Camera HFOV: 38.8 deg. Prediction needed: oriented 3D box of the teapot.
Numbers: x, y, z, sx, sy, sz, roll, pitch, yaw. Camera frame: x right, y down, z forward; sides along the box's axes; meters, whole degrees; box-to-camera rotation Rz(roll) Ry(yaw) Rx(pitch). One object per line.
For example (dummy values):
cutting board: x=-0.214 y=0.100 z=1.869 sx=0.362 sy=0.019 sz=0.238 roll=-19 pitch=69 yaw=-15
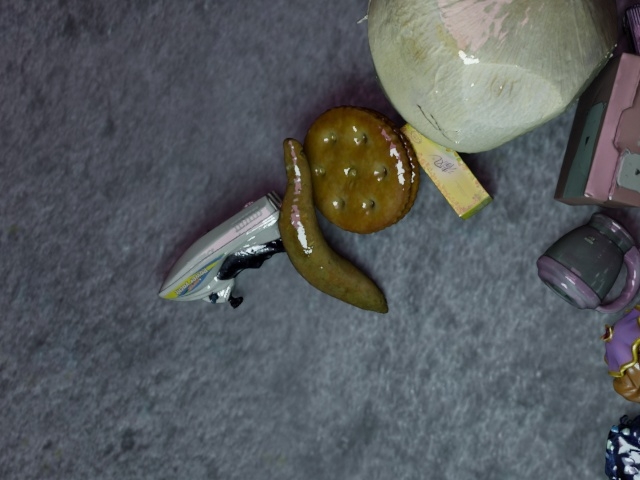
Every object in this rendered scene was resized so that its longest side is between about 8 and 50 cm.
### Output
teapot: x=0.430 y=0.036 z=1.411 sx=0.148 sy=0.116 sz=0.146 roll=40 pitch=89 yaw=16

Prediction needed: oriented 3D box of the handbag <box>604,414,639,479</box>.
handbag: x=0.562 y=0.343 z=1.368 sx=0.260 sy=0.113 sz=0.162 roll=6 pitch=95 yaw=14

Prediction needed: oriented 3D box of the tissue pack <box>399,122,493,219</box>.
tissue pack: x=0.203 y=-0.120 z=1.482 sx=0.062 sy=0.095 sz=0.176 roll=-37 pitch=81 yaw=10

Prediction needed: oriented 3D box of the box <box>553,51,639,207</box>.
box: x=0.436 y=-0.154 z=1.363 sx=0.086 sy=0.215 sz=0.215 roll=15 pitch=92 yaw=2

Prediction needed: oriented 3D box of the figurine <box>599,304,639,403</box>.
figurine: x=0.545 y=0.181 z=1.353 sx=0.263 sy=0.142 sz=0.189 roll=13 pitch=135 yaw=9

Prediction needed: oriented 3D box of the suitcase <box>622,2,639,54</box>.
suitcase: x=0.524 y=-0.314 z=1.417 sx=0.086 sy=0.059 sz=0.126 roll=-13 pitch=85 yaw=13

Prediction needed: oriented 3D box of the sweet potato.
sweet potato: x=-0.007 y=0.001 z=1.489 sx=0.108 sy=0.079 sz=0.346 roll=-35 pitch=110 yaw=-19

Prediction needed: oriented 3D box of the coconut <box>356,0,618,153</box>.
coconut: x=0.255 y=-0.317 z=1.311 sx=0.346 sy=0.360 sz=0.346 roll=7 pitch=72 yaw=-24

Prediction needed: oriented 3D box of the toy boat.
toy boat: x=-0.154 y=0.030 z=1.563 sx=0.141 sy=0.141 sz=0.269 roll=44 pitch=102 yaw=12

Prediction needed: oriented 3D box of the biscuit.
biscuit: x=0.064 y=-0.116 z=1.491 sx=0.220 sy=0.066 sz=0.220 roll=16 pitch=117 yaw=33
